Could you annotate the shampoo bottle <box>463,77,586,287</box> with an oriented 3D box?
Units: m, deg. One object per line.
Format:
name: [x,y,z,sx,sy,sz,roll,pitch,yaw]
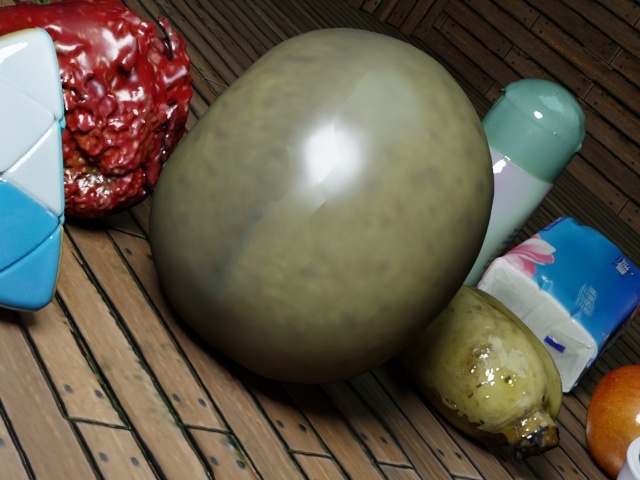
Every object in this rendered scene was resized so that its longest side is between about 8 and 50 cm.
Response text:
shampoo bottle: [0.263,-0.086,1.910,0.151,0.349,0.222,36,17,0]

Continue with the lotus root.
lotus root: [0.184,0.145,1.493,0.160,0.146,0.284,-2,40,-35]

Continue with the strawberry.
strawberry: [-0.262,-0.132,1.312,0.274,0.274,0.220,7,69,-57]

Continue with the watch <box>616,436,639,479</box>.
watch: [0.441,0.331,1.493,0.231,0.196,0.244,8,23,-11]

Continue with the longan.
longan: [0.002,-0.038,1.271,0.361,0.361,0.361,31,17,-11]

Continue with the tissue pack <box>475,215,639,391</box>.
tissue pack: [0.374,0.086,1.927,0.209,0.137,0.269,45,32,13]

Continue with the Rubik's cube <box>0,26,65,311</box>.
Rubik's cube: [-0.276,-0.061,1.070,0.254,0.254,0.254,31,17,-11]

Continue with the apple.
apple: [0.417,0.242,1.652,0.139,0.163,0.163,29,12,30]
